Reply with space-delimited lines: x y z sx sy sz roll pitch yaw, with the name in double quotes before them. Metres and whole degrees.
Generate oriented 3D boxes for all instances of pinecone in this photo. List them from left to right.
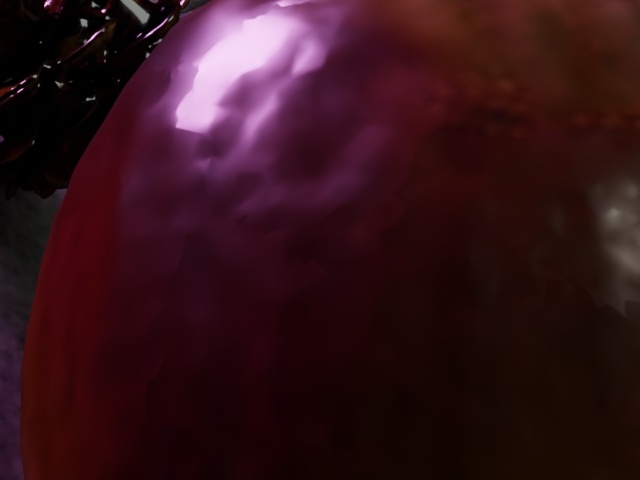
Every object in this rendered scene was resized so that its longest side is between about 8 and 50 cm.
"pinecone" -0.126 -0.088 0.815 0.121 0.140 0.140 52 24 -20

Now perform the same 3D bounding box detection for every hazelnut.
"hazelnut" 0.090 0.090 0.696 0.421 0.353 0.420 4 84 -45
